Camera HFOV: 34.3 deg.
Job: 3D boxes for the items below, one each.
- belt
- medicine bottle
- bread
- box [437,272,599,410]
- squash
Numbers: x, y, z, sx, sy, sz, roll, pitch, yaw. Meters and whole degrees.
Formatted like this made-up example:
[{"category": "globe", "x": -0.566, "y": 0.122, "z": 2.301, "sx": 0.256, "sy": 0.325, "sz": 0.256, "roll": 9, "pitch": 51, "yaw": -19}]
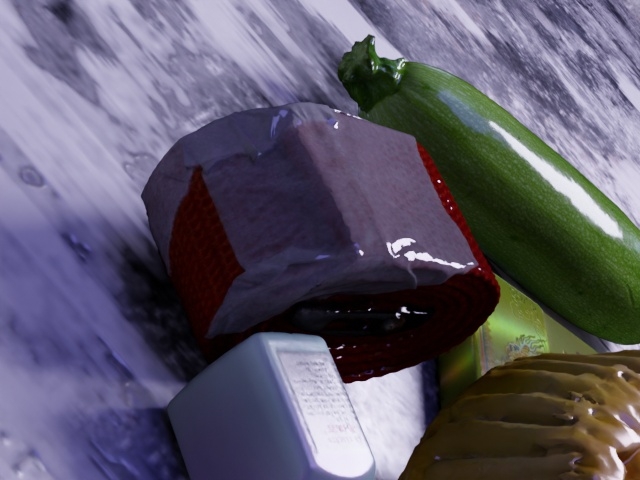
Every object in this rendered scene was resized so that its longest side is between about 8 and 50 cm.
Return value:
[{"category": "belt", "x": 0.000, "y": 0.000, "z": 0.569, "sx": 0.201, "sy": 0.128, "sz": 0.124, "roll": 10, "pitch": 47, "yaw": -47}, {"category": "medicine bottle", "x": -0.016, "y": 0.109, "z": 0.474, "sx": 0.055, "sy": 0.074, "sz": 0.117, "roll": 11, "pitch": 47, "yaw": -49}, {"category": "bread", "x": 0.150, "y": 0.167, "z": 0.546, "sx": 0.240, "sy": 0.139, "sz": 0.239, "roll": 17, "pitch": 58, "yaw": -30}, {"category": "box", "x": 0.207, "y": 0.154, "z": 0.761, "sx": 0.311, "sy": 0.043, "sz": 0.173, "roll": 36, "pitch": 33, "yaw": -23}, {"category": "squash", "x": 0.167, "y": -0.026, "z": 0.856, "sx": 0.395, "sy": 0.107, "sz": 0.107, "roll": 38, "pitch": 31, "yaw": -22}]
